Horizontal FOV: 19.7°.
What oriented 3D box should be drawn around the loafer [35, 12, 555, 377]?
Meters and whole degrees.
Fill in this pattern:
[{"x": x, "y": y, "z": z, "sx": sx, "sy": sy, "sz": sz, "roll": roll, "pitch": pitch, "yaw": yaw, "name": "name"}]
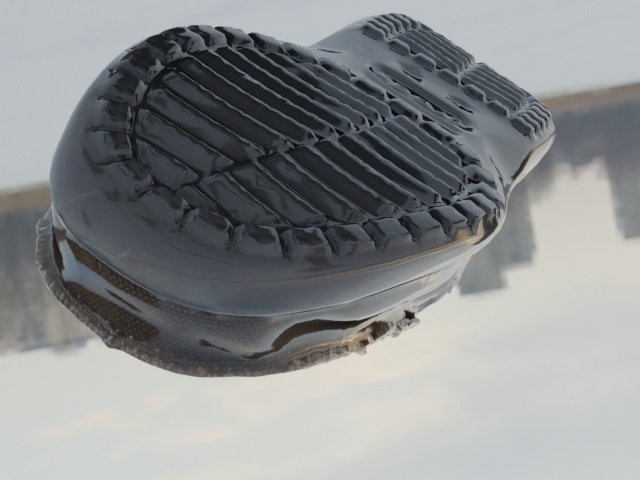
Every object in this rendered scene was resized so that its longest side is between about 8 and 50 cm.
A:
[{"x": 0.000, "y": 0.000, "z": 0.722, "sx": 0.134, "sy": 0.130, "sz": 0.366, "roll": 35, "pitch": -161, "yaw": 14, "name": "loafer"}]
